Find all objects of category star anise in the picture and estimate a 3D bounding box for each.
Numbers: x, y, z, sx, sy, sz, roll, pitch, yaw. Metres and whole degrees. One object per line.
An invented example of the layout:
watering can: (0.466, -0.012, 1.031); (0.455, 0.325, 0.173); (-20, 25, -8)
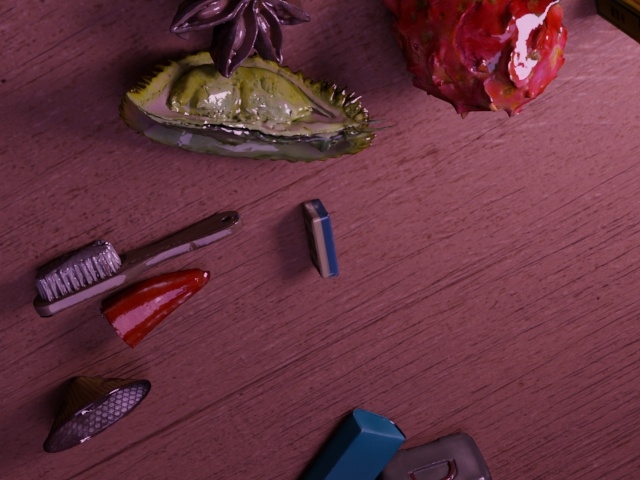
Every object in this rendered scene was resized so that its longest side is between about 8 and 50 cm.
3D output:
star anise: (-0.113, -0.305, 1.203); (0.197, 0.073, 0.212); (-40, 124, -26)

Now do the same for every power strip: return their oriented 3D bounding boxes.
power strip: (0.000, 0.000, 1.481); (0.032, 0.056, 0.123); (-17, 127, -9)

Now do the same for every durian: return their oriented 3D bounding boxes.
durian: (-0.100, -0.156, 1.273); (0.352, 0.169, 0.158); (4, 120, -21)

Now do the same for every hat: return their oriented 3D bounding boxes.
hat: (-0.370, 0.250, 1.513); (0.193, 0.082, 0.193); (-34, 166, -10)

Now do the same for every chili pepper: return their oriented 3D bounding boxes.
chili pepper: (-0.242, 0.090, 1.459); (0.169, 0.065, 0.088); (-31, 128, -2)

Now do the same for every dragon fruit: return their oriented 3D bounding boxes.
dragon fruit: (0.195, -0.279, 1.280); (0.268, 0.210, 0.205); (30, 88, 7)

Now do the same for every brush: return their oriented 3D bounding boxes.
brush: (-0.273, 0.017, 1.400); (0.327, 0.070, 0.065); (-22, 116, -5)

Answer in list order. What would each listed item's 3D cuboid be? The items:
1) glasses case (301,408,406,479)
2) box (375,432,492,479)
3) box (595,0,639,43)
glasses case: (0.027, 0.449, 1.787); (0.117, 0.070, 0.301); (21, 112, -36)
box: (0.214, 0.468, 1.814); (0.210, 0.148, 0.129); (-15, 134, -6)
box: (0.524, -0.366, 1.365); (0.220, 0.141, 0.064); (-23, 127, -4)
